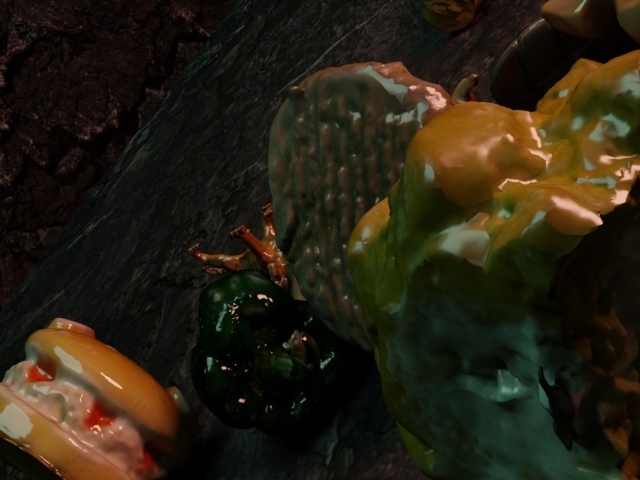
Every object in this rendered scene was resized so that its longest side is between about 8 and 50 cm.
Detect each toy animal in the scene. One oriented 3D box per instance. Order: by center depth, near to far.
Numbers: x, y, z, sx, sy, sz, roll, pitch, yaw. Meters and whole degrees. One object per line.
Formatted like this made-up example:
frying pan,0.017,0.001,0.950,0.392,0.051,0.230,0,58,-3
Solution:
toy animal,-0.098,0.026,1.472,0.114,0.116,0.255,-32,8,-27

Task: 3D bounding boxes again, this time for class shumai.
shumai,0.119,-0.026,1.047,0.262,0.314,0.267,-6,-14,-46

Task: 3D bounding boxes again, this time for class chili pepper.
chili pepper,-0.056,0.125,1.093,0.165,0.174,0.261,-53,16,0

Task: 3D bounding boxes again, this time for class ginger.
ginger,0.220,-0.432,1.600,0.116,0.109,0.263,-4,42,23

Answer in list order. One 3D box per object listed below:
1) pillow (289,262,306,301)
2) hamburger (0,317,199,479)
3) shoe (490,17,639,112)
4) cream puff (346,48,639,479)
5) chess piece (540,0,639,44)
pillow,0.000,0.000,1.320,0.130,0.033,0.217,-32,44,23
hamburger,-0.276,0.232,1.265,0.186,0.261,0.302,-53,-20,-26
shoe,0.303,-0.259,1.140,0.291,0.114,0.137,-36,30,21
cream puff,0.173,0.039,0.692,0.274,0.323,0.270,-2,26,47
chess piece,0.331,-0.232,0.947,0.137,0.137,0.301,-49,35,-1
